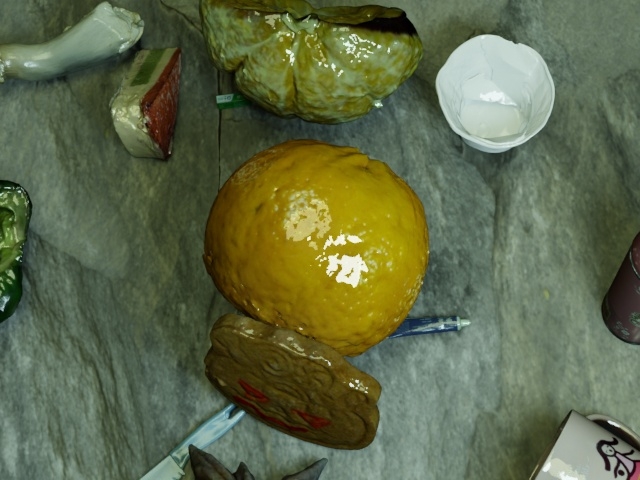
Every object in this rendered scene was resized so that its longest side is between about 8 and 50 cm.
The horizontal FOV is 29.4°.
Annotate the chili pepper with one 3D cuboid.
[{"bbox_3d":[-0.536,0.031,1.950,0.148,0.116,0.265,0,68,-9],"label":"chili pepper"}]

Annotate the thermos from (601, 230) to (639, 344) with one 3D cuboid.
[{"bbox_3d":[0.497,0.057,1.752,0.136,0.330,0.109,36,74,16],"label":"thermos"}]

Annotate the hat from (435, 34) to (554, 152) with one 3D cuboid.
[{"bbox_3d":[0.280,-0.217,1.988,0.203,0.126,0.203,-1,68,2],"label":"hat"}]

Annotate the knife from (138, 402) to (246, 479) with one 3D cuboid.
[{"bbox_3d":[-0.224,0.343,1.847,0.313,0.019,0.044,-39,73,-10],"label":"knife"}]

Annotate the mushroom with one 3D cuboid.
[{"bbox_3d":[-0.435,-0.330,2.094,0.278,0.096,0.099,-20,67,-1],"label":"mushroom"}]

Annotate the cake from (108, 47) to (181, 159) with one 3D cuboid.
[{"bbox_3d":[-0.292,-0.253,2.040,0.086,0.117,0.220,0,69,10],"label":"cake"}]

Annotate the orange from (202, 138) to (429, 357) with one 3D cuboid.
[{"bbox_3d":[0.000,0.000,1.791,0.340,0.340,0.293,32,96,15],"label":"orange"}]

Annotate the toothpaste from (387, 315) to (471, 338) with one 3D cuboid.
[{"bbox_3d":[0.165,0.133,1.907,0.140,0.021,0.037,-4,60,3],"label":"toothpaste"}]

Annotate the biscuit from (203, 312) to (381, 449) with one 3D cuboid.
[{"bbox_3d":[-0.041,0.214,1.759,0.273,0.257,0.049,21,56,5],"label":"biscuit"}]

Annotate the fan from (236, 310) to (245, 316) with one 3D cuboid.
[{"bbox_3d":[-0.117,0.117,1.938,0.080,0.003,0.060,15,69,9],"label":"fan"}]

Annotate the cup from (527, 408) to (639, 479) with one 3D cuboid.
[{"bbox_3d":[0.405,0.354,1.731,0.200,0.191,0.253,30,40,11],"label":"cup"}]

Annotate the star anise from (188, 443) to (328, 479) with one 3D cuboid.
[{"bbox_3d":[-0.104,0.409,1.746,0.315,0.108,0.315,4,48,-4],"label":"star anise"}]

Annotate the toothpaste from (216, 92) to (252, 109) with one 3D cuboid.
[{"bbox_3d":[-0.135,-0.240,2.077,0.083,0.020,0.017,-7,65,0],"label":"toothpaste"}]

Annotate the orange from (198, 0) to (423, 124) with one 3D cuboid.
[{"bbox_3d":[-0.019,-0.301,1.988,0.368,0.271,0.210,8,112,6],"label":"orange"}]
